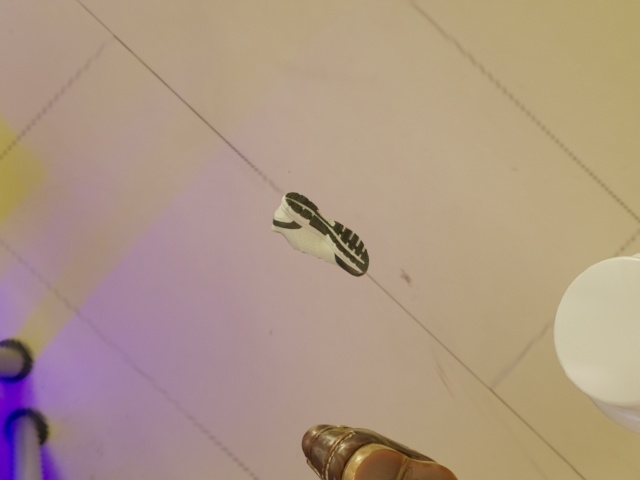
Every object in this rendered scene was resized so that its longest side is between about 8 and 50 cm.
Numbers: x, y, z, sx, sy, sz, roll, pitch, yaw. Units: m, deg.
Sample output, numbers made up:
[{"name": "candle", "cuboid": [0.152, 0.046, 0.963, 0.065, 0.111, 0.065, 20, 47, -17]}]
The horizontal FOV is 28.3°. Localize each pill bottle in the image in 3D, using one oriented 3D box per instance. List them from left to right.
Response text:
[{"name": "pill bottle", "cuboid": [0.272, 0.080, 0.938, 0.136, 0.245, 0.136, -9, 74, 35]}]

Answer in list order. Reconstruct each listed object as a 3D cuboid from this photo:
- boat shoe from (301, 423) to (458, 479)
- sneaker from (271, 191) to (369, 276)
[{"name": "boat shoe", "cuboid": [0.058, 0.209, 1.119, 0.073, 0.207, 0.073, 23, 76, 39]}, {"name": "sneaker", "cuboid": [0.000, 0.000, 1.236, 0.109, 0.040, 0.044, 40, 124, 2]}]
